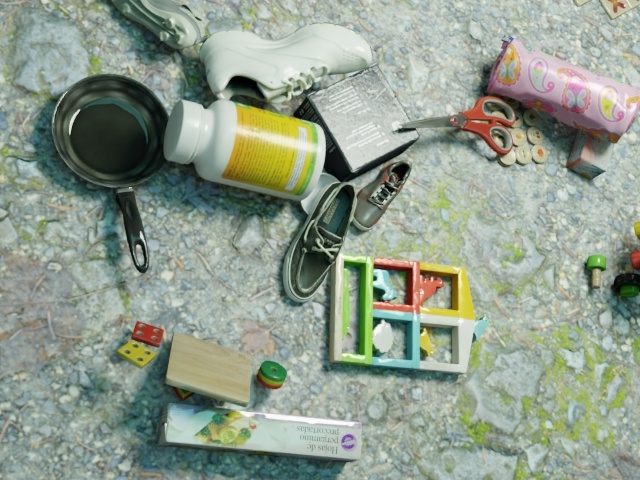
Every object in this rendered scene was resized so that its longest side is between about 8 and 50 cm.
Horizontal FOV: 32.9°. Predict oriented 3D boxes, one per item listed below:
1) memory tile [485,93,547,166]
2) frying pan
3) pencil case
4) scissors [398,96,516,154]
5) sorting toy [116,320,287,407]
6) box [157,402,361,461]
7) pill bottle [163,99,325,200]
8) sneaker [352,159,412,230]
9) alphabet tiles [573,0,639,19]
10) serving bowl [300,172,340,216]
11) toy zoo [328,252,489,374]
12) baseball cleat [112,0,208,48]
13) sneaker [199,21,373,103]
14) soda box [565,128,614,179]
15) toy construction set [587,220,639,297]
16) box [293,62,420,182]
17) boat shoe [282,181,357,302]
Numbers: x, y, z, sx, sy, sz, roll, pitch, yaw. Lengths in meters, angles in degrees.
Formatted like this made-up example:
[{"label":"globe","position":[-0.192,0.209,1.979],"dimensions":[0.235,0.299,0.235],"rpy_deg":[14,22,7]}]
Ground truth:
[{"label":"memory tile","position":[0.376,-0.215,2.078],"dimensions":[0.113,0.012,0.148],"rpy_deg":[-5,77,-21]},{"label":"frying pan","position":[-0.307,-0.124,1.782],"dimensions":[0.197,0.053,0.326],"rpy_deg":[-33,89,-25]},{"label":"pencil case","position":[0.456,-0.284,2.034],"dimensions":[0.284,0.124,0.124],"rpy_deg":[24,67,8]},{"label":"scissors","position":[0.251,-0.226,1.973],"dimensions":[0.297,0.021,0.109],"rpy_deg":[8,76,-36]},{"label":"sorting toy","position":[-0.188,0.211,1.700],"dimensions":[0.274,0.046,0.132],"rpy_deg":[19,25,-12]},{"label":"box","position":[-0.095,0.308,1.729],"dimensions":[0.324,0.067,0.063],"rpy_deg":[9,73,-18]},{"label":"pill bottle","position":[-0.128,-0.155,1.796],"dimensions":[0.245,0.136,0.136],"rpy_deg":[12,71,-23]},{"label":"sneaker","position":[0.109,-0.088,1.915],"dimensions":[0.061,0.065,0.158],"rpy_deg":[37,66,-7]},{"label":"alphabet tiles","position":[0.578,-0.638,2.272],"dimensions":[0.285,0.011,0.343],"rpy_deg":[-30,87,-24]},{"label":"serving bowl","position":[0.000,-0.075,1.888],"dimensions":[0.083,0.027,0.083],"rpy_deg":[1,87,-20]},{"label":"toy zoo","position":[0.157,0.130,1.890],"dimensions":[0.293,0.030,0.192],"rpy_deg":[7,73,-19]},{"label":"baseball cleat","position":[-0.281,-0.400,1.869],"dimensions":[0.206,0.072,0.109],"rpy_deg":[45,30,11]},{"label":"sneaker","position":[-0.056,-0.290,1.857],"dimensions":[0.297,0.111,0.129],"rpy_deg":[-7,57,-2]},{"label":"soda box","position":[0.540,-0.213,2.112],"dimensions":[0.063,0.058,0.183],"rpy_deg":[26,68,-11]},{"label":"toy construction set","position":[0.689,-0.031,1.998],"dimensions":[0.257,0.309,0.237],"rpy_deg":[18,65,-23]},{"label":"box","position":[0.063,-0.203,1.916],"dimensions":[0.156,0.093,0.158],"rpy_deg":[-28,85,-25]},{"label":"boat shoe","position":[0.000,0.000,1.833],"dimensions":[0.077,0.070,0.219],"rpy_deg":[23,81,-19]}]
